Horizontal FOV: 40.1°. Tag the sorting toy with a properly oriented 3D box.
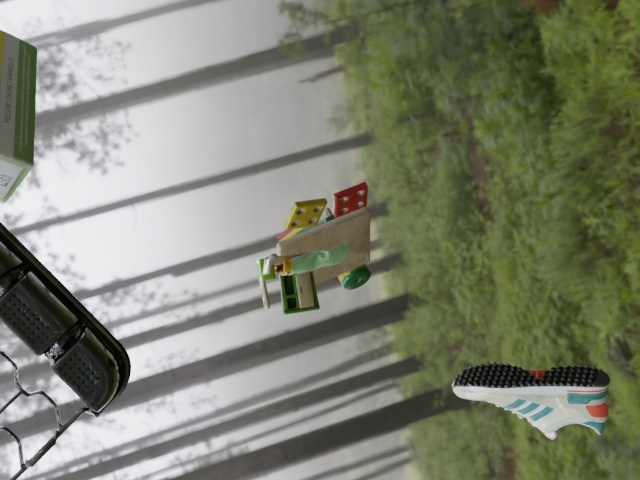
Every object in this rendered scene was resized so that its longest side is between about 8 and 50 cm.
[{"bbox_3d":[0.000,0.000,1.203,0.274,0.132,0.046,84,160,-59],"label":"sorting toy"}]

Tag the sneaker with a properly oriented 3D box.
[{"bbox_3d":[0.217,0.171,0.907,0.057,0.161,0.075,-44,-52,-64],"label":"sneaker"}]

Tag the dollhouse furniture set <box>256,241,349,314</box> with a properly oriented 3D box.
[{"bbox_3d":[-0.018,0.041,0.834,0.151,0.076,0.058,155,106,-80],"label":"dollhouse furniture set"}]

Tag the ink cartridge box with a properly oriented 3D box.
[{"bbox_3d":[-0.344,-0.139,0.686,0.235,0.056,0.171,24,-145,-35],"label":"ink cartridge box"}]

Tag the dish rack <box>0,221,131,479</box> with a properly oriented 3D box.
[{"bbox_3d":[-0.275,0.105,0.523,0.208,0.271,0.074,47,169,-8],"label":"dish rack"}]
